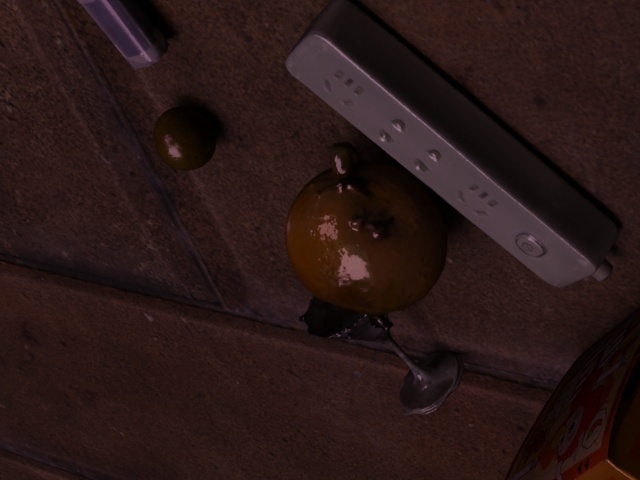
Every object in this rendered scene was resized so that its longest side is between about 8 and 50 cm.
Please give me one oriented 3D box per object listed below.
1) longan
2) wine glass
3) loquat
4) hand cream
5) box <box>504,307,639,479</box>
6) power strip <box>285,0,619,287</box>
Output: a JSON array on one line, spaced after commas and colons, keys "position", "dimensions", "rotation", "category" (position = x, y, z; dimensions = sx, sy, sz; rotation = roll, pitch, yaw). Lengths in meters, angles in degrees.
[{"position": [-0.153, -0.116, 1.655], "dimensions": [0.075, 0.075, 0.083], "rotation": [53, -174, -29], "category": "longan"}, {"position": [0.079, 0.118, 1.727], "dimensions": [0.122, 0.122, 0.183], "rotation": [-4, 139, 46], "category": "wine glass"}, {"position": [0.045, -0.009, 1.539], "dimensions": [0.172, 0.149, 0.205], "rotation": [9, 128, 37], "category": "loquat"}, {"position": [-0.248, -0.285, 1.516], "dimensions": [0.079, 0.048, 0.255], "rotation": [-7, 130, 49], "category": "hand cream"}, {"position": [0.342, 0.209, 1.458], "dimensions": [0.213, 0.260, 0.283], "rotation": [33, 149, -1], "category": "box"}, {"position": [0.136, -0.082, 1.431], "dimensions": [0.385, 0.062, 0.091], "rotation": [39, 152, -8], "category": "power strip"}]
